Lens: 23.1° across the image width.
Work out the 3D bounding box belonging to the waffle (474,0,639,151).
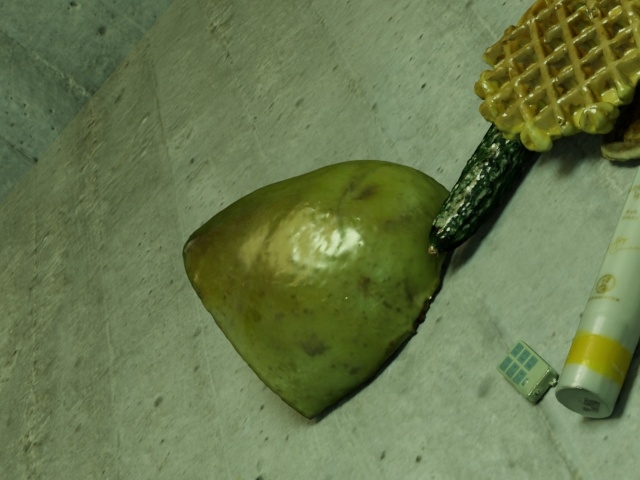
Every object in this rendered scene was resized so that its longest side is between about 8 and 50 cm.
[{"bbox_3d":[0.286,-0.212,1.755,0.249,0.056,0.253,-53,35,-3],"label":"waffle"}]

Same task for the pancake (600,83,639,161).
[{"bbox_3d":[0.354,-0.137,1.673,0.139,0.022,0.139,-41,26,24],"label":"pancake"}]

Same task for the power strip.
[{"bbox_3d":[0.208,0.131,1.577,0.040,0.016,0.090,-51,23,4],"label":"power strip"}]

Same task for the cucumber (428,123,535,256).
[{"bbox_3d":[0.210,-0.098,1.832,0.293,0.067,0.067,-58,24,-12],"label":"cucumber"}]

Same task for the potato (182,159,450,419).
[{"bbox_3d":[0.000,0.000,1.902,0.280,0.213,0.330,-42,27,24],"label":"potato"}]

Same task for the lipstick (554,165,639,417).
[{"bbox_3d":[0.291,0.042,1.495,0.059,0.059,0.264,-16,42,54],"label":"lipstick"}]
